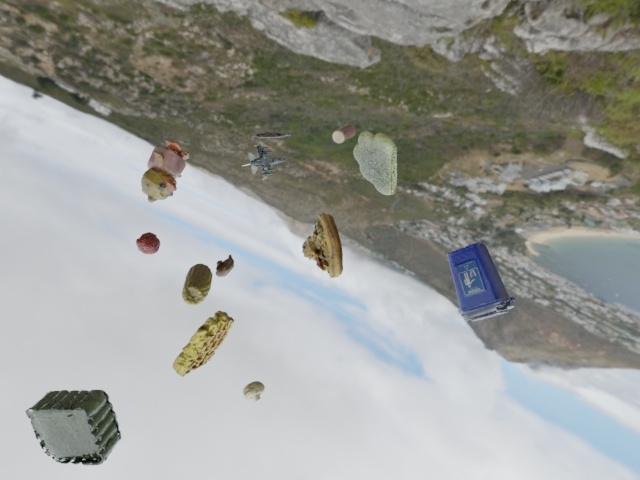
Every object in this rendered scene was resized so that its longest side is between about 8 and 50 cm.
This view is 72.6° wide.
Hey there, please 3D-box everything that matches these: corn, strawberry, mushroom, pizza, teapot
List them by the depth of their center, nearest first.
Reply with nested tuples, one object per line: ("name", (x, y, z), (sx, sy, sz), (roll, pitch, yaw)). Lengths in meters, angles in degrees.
("strawberry", (-0.618, 0.010, 1.556), (0.083, 0.083, 0.096), (26, -175, -5))
("mushroom", (-0.240, 0.548, 1.579), (0.068, 0.083, 0.083), (59, -164, 20))
("pizza", (0.000, 0.000, 1.818), (0.073, 0.252, 0.287), (-9, -158, -33))
("corn", (-0.534, 0.188, 1.891), (0.120, 0.121, 0.363), (26, -171, -14))
("teapot", (-0.497, 0.129, 2.247), (0.078, 0.129, 0.098), (45, 156, -17))

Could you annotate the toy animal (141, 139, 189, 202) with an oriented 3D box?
("toy animal", (-0.696, -0.295, 1.921), (0.168, 0.282, 0.195), (0, 157, 17))

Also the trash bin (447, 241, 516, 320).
("trash bin", (0.524, 0.137, 1.439), (0.184, 0.162, 0.235), (9, -119, -54))

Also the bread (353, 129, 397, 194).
("bread", (0.200, -0.294, 1.623), (0.207, 0.056, 0.287), (36, 155, 34))

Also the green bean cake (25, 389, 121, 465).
("green bean cake", (-0.835, 0.632, 1.486), (0.254, 0.241, 0.132), (-7, -160, 13))

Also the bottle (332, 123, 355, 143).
("bottle", (0.070, -0.320, 1.309), (0.045, 0.045, 0.096), (27, -146, 12))

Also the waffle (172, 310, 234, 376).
("waffle", (-0.350, 0.305, 1.343), (0.055, 0.211, 0.160), (38, -165, 12))

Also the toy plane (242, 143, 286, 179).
("toy plane", (-0.234, -0.357, 1.954), (0.234, 0.160, 0.082), (-16, -174, -34))

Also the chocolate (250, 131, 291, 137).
("chocolate", (-0.221, -0.467, 1.930), (0.182, 0.028, 0.086), (1, -168, 2))
